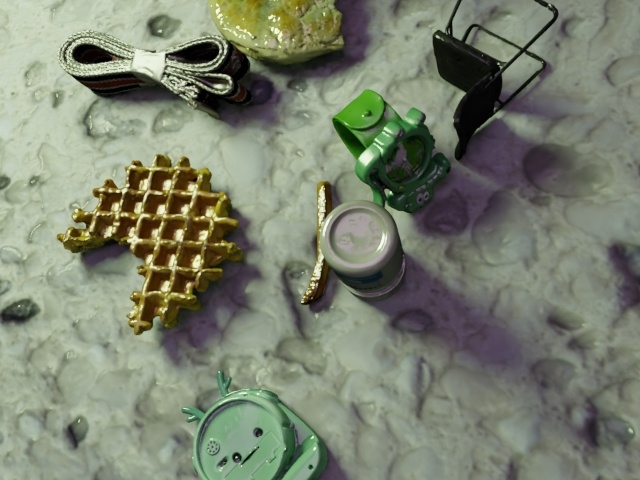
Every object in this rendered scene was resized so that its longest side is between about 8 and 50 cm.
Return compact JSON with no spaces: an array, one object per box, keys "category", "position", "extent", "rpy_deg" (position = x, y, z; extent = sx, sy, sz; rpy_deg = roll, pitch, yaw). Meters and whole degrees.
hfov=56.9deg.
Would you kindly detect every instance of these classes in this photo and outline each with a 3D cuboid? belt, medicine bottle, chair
[{"category":"belt","position":[-0.290,-0.298,1.028],"extent":[0.359,0.094,0.126],"rpy_deg":[13,92,18]},{"category":"medicine bottle","position":[0.062,0.018,0.811],"extent":[0.105,0.168,0.105],"rpy_deg":[-4,72,12]},{"category":"chair","position":[0.225,-0.252,0.884],"extent":[0.145,0.140,0.221],"rpy_deg":[37,86,21]}]

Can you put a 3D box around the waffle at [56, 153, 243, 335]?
[{"category":"waffle","position":[-0.259,-0.009,0.949],"extent":[0.259,0.069,0.293],"rpy_deg":[-43,66,-6]}]

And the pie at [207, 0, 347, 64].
[{"category":"pie","position":[-0.060,-0.453,1.042],"extent":[0.337,0.075,0.338],"rpy_deg":[-4,68,11]}]

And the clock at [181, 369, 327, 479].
[{"category":"clock","position":[-0.107,0.283,0.818],"extent":[0.211,0.066,0.159],"rpy_deg":[41,84,22]}]

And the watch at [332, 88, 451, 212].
[{"category":"watch","position":[0.090,-0.133,0.885],"extent":[0.131,0.165,0.152],"rpy_deg":[-43,44,-2]}]

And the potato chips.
[{"category":"potato chips","position":[0.000,0.000,0.908],"extent":[0.037,0.026,0.204],"rpy_deg":[-2,72,26]}]
